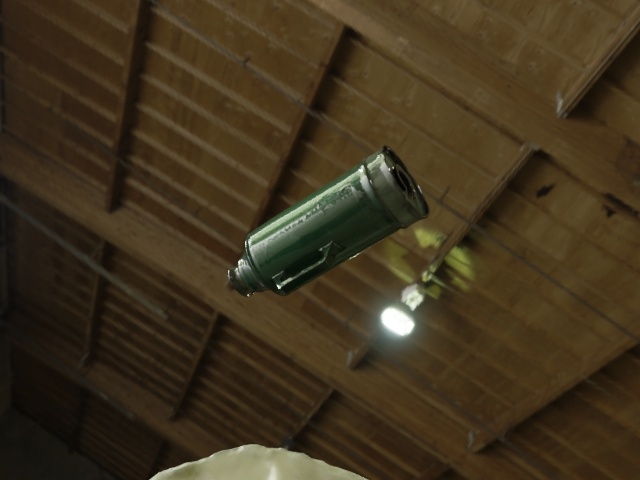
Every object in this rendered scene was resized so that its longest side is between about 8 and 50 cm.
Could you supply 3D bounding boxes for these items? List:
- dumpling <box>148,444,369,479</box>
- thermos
[{"bbox_3d":[-0.118,0.332,0.657,0.315,0.395,0.233,18,-44,34],"label":"dumpling"},{"bbox_3d":[0.001,-0.002,0.688,0.187,0.083,0.073,-32,-27,21],"label":"thermos"}]
